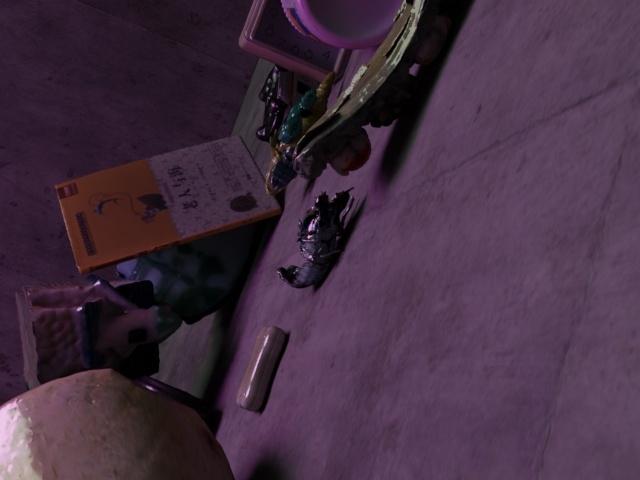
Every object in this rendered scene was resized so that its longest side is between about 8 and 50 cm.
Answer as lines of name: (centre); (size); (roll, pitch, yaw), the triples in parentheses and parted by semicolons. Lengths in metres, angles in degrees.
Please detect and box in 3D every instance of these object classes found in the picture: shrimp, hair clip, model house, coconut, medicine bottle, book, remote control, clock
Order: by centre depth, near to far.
coconut: (-0.265, 0.336, 1.165); (0.415, 0.344, 0.416); (-23, 58, 42)
hair clip: (0.084, -0.199, 1.167); (0.321, 0.091, 0.138); (-55, 6, 10)
shrimp: (0.003, 0.004, 1.276); (0.082, 0.076, 0.174); (-24, -30, -42)
remote control: (-0.083, 0.180, 1.377); (0.074, 0.032, 0.122); (162, 128, -75)
medicine bottle: (0.033, -0.383, 1.494); (0.291, 0.178, 0.178); (-123, 56, -76)
clock: (-0.034, -0.383, 1.766); (0.071, 0.191, 0.147); (165, 126, -75)
model house: (-0.395, 0.175, 1.768); (0.298, 0.284, 0.244); (-175, 76, -68)
book: (-0.294, -0.077, 1.870); (0.269, 0.388, 0.032); (-121, 19, -46)
model house: (-0.276, 0.032, 2.090); (0.329, 0.251, 0.295); (129, 158, -81)

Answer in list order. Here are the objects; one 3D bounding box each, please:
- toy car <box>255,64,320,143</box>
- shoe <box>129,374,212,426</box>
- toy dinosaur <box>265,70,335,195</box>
toy car: (-0.057, -0.256, 1.881); (0.089, 0.108, 0.210); (-57, 20, 36)
shoe: (-0.318, 0.384, 1.736); (0.237, 0.171, 0.384); (-66, 8, -24)
toy dinosaur: (-0.017, -0.197, 1.639); (0.259, 0.094, 0.153); (-64, 13, -21)
